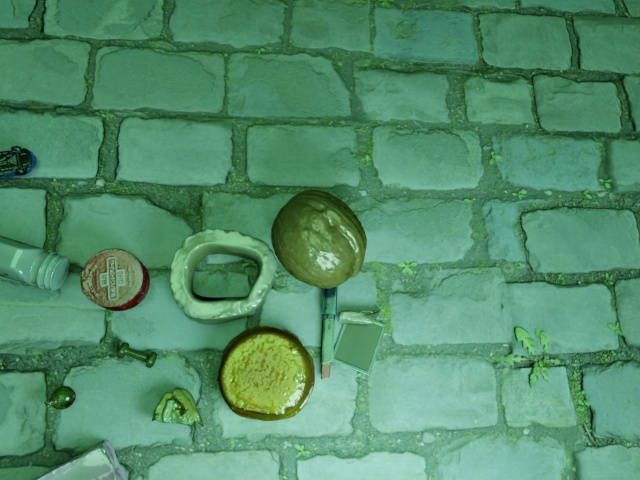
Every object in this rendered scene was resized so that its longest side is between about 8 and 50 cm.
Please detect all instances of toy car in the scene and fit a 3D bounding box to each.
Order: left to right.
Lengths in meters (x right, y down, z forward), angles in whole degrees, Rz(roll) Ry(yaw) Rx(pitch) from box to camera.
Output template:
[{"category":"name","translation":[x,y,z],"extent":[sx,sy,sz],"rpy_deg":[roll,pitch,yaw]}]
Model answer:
[{"category":"toy car","translation":[-1.069,-0.250,1.685],"extent":[0.216,0.063,0.103],"rpy_deg":[-14,77,-16]}]

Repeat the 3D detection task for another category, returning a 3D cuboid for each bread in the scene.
[{"category":"bread","translation":[-0.427,0.512,1.544],"extent":[0.157,0.103,0.110],"rpy_deg":[12,62,-9]},{"category":"bread","translation":[-0.165,0.412,1.558],"extent":[0.313,0.172,0.311],"rpy_deg":[1,76,-5]}]

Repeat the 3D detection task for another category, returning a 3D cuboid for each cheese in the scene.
[{"category":"cheese","translation":[-0.308,0.121,1.632],"extent":[0.333,0.153,0.292],"rpy_deg":[0,75,-5]}]

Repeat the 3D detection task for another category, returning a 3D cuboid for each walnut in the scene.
[{"category":"walnut","translation":[0.000,0.000,1.638],"extent":[0.333,0.333,0.332],"rpy_deg":[2,75,-7]}]

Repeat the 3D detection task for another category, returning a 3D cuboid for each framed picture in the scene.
[{"category":"framed picture","translation":[0.129,0.344,1.697],"extent":[0.142,0.011,0.183],"rpy_deg":[22,73,-1]}]

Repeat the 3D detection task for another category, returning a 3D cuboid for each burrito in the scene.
[{"category":"burrito","translation":[0.131,0.258,1.693],"extent":[0.149,0.041,0.055],"rpy_deg":[2,61,-6]}]

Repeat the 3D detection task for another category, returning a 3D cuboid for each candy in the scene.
[{"category":"candy","translation":[-0.709,0.708,1.439],"extent":[0.265,0.116,0.155],"rpy_deg":[-28,79,-13]}]

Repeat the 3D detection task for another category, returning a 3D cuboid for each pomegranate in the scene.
[{"category":"pomegranate","translation":[-0.778,0.475,1.510],"extent":[0.073,0.084,0.073],"rpy_deg":[0,83,0]}]

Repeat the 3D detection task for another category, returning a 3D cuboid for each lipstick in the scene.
[{"category":"lipstick","translation":[0.026,0.303,1.673],"extent":[0.051,0.051,0.311],"rpy_deg":[2,74,2]}]

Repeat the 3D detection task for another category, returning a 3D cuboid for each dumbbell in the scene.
[{"category":"dumbbell","translation":[-0.579,0.362,1.587],"extent":[0.118,0.046,0.052],"rpy_deg":[20,68,-1]}]

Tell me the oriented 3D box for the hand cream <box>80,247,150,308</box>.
[{"category":"hand cream","translation":[-0.649,0.128,1.601],"extent":[0.193,0.125,0.192],"rpy_deg":[2,74,-6]}]

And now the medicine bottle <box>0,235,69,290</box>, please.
[{"category":"medicine bottle","translation":[-0.959,0.056,1.553],"extent":[0.325,0.179,0.124],"rpy_deg":[16,73,-3]}]
